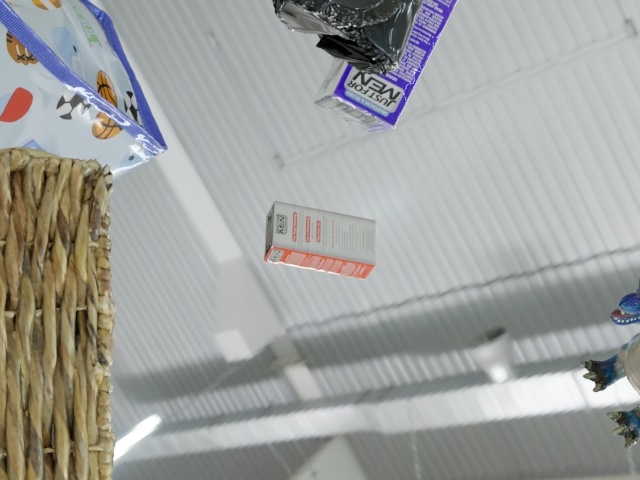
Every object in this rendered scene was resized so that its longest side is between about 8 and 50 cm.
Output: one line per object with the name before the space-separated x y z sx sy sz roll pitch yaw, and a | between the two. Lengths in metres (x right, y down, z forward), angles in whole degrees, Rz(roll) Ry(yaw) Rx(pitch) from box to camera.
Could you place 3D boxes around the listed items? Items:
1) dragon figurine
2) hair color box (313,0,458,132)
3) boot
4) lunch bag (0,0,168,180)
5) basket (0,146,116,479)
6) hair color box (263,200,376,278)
dragon figurine | 0.294 0.080 0.860 0.289 0.085 0.144 1 147 -41
hair color box | 0.119 -0.324 1.626 0.339 0.110 0.185 -62 -171 0
boot | 0.018 -0.278 0.940 0.094 0.246 0.207 5 -120 53
lunch bag | -0.389 -0.153 1.118 0.327 0.239 0.385 -31 160 9
basket | -0.264 0.098 0.787 0.213 0.299 0.223 1 174 -24
hair color box | 0.000 0.000 1.507 0.043 0.141 0.072 123 -26 -54
